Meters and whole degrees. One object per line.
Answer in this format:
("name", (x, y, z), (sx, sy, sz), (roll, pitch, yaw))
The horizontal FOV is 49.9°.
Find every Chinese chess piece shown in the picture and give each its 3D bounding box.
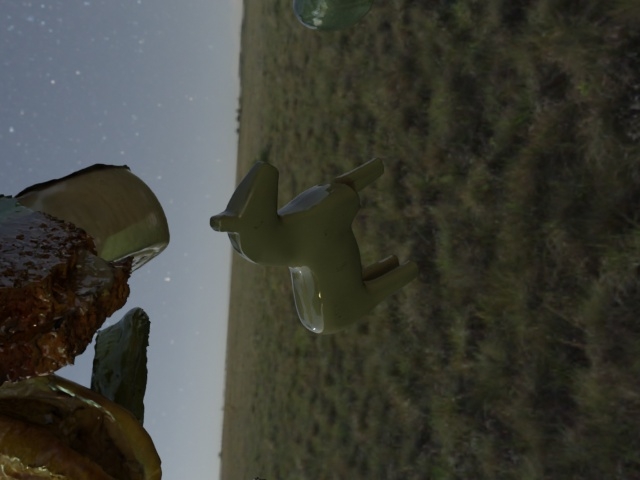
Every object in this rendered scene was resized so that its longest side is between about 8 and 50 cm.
("Chinese chess piece", (-0.297, 0.015, 0.777), (0.104, 0.257, 0.257), (61, 172, 1))

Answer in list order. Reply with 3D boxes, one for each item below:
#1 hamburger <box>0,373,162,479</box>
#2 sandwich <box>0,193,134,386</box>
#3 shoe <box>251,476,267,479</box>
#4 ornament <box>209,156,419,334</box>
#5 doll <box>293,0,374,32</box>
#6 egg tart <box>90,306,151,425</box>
("hamburger", (-0.335, 0.288, 0.777), (0.314, 0.290, 0.170), (-52, 9, 24))
("sandwich", (-0.241, 0.036, 0.514), (0.235, 0.159, 0.079), (-72, -17, -64))
("shoe", (-0.052, 0.249, 0.593), (0.180, 0.092, 0.089), (70, 180, -57))
("ornament", (0.000, 0.000, 0.752), (0.061, 0.245, 0.230), (19, 131, 44))
("doll", (-0.061, -0.271, 0.546), (0.258, 0.228, 0.153), (-123, 45, -61))
("egg tart", (-0.282, 0.186, 0.968), (0.197, 0.078, 0.197), (-178, 90, -77))
